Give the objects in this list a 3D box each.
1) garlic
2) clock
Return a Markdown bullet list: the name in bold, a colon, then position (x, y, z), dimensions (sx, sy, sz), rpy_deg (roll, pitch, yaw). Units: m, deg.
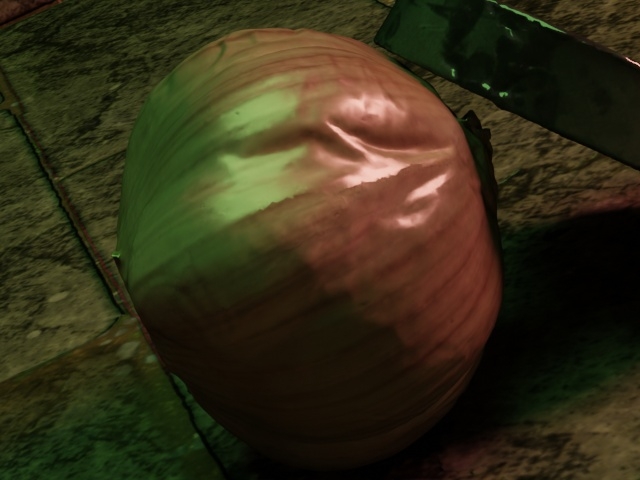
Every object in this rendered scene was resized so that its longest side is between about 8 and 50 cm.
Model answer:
- **garlic**: position (0.000, 0.000, 1.126), dimensions (0.259, 0.317, 0.317), rpy_deg (-29, 23, -8)
- **clock**: position (0.193, -0.100, 1.202), dimensions (0.066, 0.319, 0.319), rpy_deg (-65, 22, 8)
